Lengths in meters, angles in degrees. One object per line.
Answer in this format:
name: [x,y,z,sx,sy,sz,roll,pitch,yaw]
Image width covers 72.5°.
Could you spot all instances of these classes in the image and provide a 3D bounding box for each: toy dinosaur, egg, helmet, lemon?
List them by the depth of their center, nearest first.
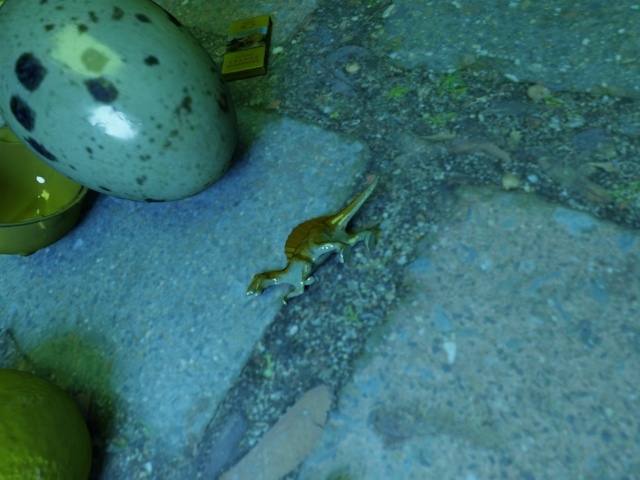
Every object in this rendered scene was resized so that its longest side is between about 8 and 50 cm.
lemon: [-0.393,0.258,0.463,0.240,0.219,0.241,-5,65,12]
toy dinosaur: [0.000,0.002,0.603,0.142,0.057,0.212,2,49,38]
egg: [-0.297,-0.210,0.650,0.379,0.287,0.287,44,79,5]
helmet: [-0.483,-0.061,0.707,0.205,0.140,0.257,12,38,-15]

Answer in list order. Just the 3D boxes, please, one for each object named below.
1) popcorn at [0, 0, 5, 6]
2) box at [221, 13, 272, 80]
popcorn: [-0.650,-0.590,1.009,0.249,0.225,0.249,-10,42,9]
box: [-0.143,-0.381,0.857,0.086,0.023,0.155,-7,60,15]
